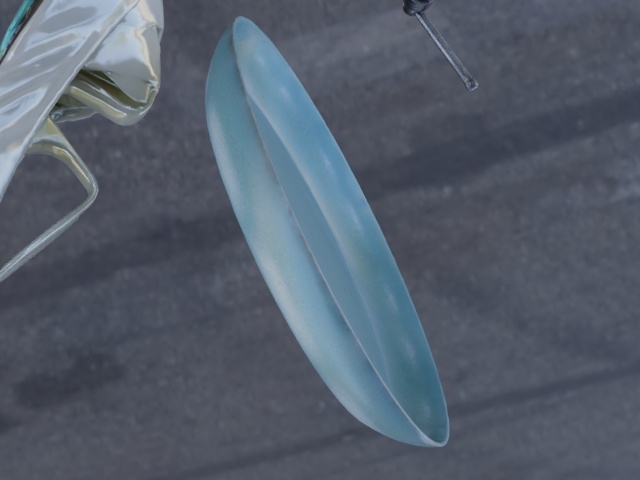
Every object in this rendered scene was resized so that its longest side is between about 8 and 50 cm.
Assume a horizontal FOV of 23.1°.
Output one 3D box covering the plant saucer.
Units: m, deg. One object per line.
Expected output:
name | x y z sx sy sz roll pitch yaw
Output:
plant saucer | 0.000 0.000 1.059 0.043 0.318 0.317 -25 145 10

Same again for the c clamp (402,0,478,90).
c clamp | 0.045 -0.153 0.780 0.022 0.137 0.161 -40 172 -8

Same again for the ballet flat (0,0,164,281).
ballet flat | -0.198 -0.092 1.134 0.139 0.400 0.139 29 160 12
